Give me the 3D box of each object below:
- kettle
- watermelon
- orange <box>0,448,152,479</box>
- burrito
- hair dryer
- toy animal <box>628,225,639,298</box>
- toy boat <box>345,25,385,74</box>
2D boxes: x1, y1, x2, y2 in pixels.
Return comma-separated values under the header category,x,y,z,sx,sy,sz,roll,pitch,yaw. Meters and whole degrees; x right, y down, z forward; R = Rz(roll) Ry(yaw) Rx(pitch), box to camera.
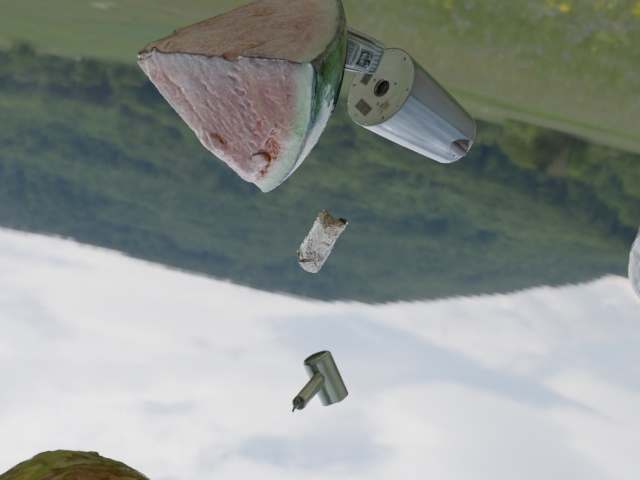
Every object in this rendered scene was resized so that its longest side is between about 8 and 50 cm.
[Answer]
category,x,y,z,sx,sy,sz,roll,pitch,yaw
kettle,0.172,-0.258,2.452,0.243,0.160,0.210,28,-166,-45
watermelon,-0.083,-0.244,1.866,0.293,0.283,0.250,35,-145,18
orange,-0.228,0.364,1.214,0.249,0.329,0.329,-10,-160,-33
burrito,-0.001,0.001,2.078,0.051,0.042,0.171,37,152,3
hair dryer,-0.007,0.182,1.522,0.038,0.063,0.124,-21,-171,25
toy animal,0.594,-0.011,1.828,0.357,0.193,0.258,-22,131,35
toy boat,-0.002,-0.327,2.077,0.261,0.078,0.085,11,-161,-36
